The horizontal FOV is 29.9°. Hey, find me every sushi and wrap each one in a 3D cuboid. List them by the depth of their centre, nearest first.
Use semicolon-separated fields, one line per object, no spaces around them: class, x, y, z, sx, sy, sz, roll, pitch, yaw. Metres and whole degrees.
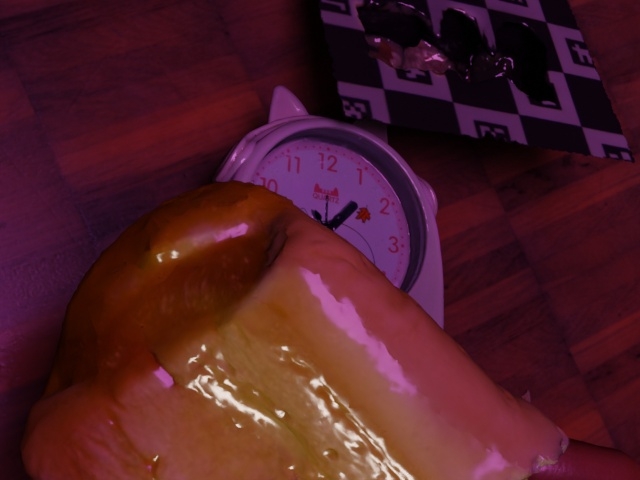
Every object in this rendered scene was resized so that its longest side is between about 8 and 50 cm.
sushi;0.151;-0.196;1.421;0.373;0.100;0.296;5;53;-24

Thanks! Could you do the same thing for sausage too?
sausage;0.285;0.263;1.360;0.194;0.077;0.077;15;68;-22

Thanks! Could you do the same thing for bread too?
bread;-0.040;0.142;1.034;0.394;0.361;0.250;46;17;-6

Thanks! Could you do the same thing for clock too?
clock;0.000;0.000;1.275;0.265;0.108;0.324;12;69;-22
